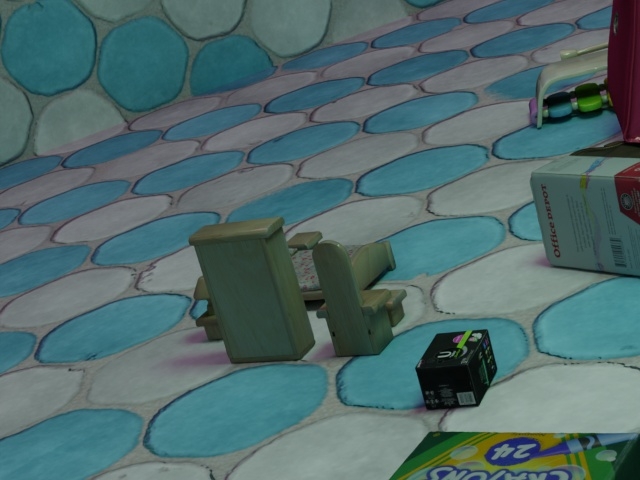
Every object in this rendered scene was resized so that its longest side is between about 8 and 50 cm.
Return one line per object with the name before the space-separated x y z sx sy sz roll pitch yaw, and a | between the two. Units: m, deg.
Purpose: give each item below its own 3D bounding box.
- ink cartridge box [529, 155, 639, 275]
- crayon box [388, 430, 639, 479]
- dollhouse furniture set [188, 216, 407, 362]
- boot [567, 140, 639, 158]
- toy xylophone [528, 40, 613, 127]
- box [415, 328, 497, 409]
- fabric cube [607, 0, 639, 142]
ink cartridge box | 0.350 -0.033 1.769 0.072 0.127 0.175 -27 21 -33
crayon box | 0.116 0.262 1.157 0.203 0.083 0.323 -5 21 33
dollhouse furniture set | 0.000 0.000 1.905 0.303 0.173 0.355 -5 21 30
boot | 0.401 -0.089 1.977 0.219 0.082 0.106 -28 19 -39
toy xylophone | 0.505 -0.282 2.468 0.323 0.081 0.236 -10 19 19
box | 0.146 0.137 1.561 0.062 0.052 0.083 -7 21 24
fabric cube | 0.550 -0.287 2.073 0.259 0.254 0.258 3 21 6
